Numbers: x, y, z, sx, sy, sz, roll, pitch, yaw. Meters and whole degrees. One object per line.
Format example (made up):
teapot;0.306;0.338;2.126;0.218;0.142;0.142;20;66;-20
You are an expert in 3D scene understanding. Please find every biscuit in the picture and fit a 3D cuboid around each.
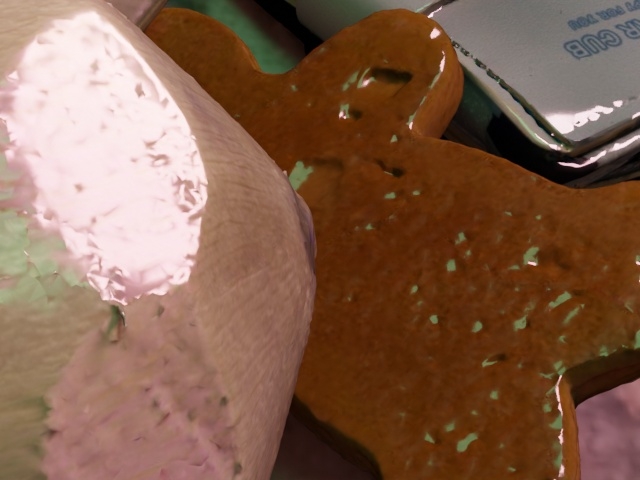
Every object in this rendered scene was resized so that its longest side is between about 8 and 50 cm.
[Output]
biscuit;0.000;0.000;0.756;0.301;0.049;0.197;29;67;30

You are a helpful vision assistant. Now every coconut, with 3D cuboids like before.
coconut;-0.108;0.033;0.618;0.230;0.227;0.227;-12;49;-9

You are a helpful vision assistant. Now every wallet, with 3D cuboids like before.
wallet;0.076;-0.112;0.887;0.176;0.075;0.250;-23;54;-34

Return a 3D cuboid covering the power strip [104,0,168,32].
power strip;-0.122;-0.073;0.765;0.076;0.028;0.169;43;60;-14
